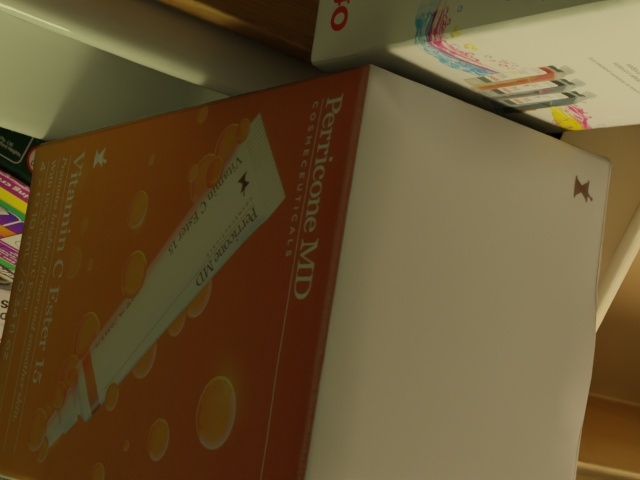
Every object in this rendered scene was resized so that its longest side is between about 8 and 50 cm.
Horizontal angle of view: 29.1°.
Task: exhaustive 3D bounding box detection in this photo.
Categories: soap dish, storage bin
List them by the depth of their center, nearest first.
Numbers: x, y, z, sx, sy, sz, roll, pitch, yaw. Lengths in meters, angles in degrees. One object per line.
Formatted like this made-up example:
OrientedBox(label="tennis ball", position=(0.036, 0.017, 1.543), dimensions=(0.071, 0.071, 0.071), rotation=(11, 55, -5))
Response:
OrientedBox(label="soap dish", position=(-0.118, -0.131, 0.725), dimensions=(0.290, 0.118, 0.229), rotation=(18, 164, -34))
OrientedBox(label="storage bin", position=(0.255, 0.028, 0.796), dimensions=(0.260, 0.262, 0.123), rotation=(15, -163, -26))

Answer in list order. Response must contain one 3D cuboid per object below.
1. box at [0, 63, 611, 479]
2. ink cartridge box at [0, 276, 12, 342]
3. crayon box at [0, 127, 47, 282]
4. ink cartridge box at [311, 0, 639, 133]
OrientedBox(label="box", position=(-0.034, 0.051, 0.688), dimensions=(0.168, 0.215, 0.345), rotation=(16, 167, -35))
OrientedBox(label="ink cartridge box", position=(-0.301, 0.047, 1.398), dimensions=(0.160, 0.219, 0.092), rotation=(11, 167, -12))
OrientedBox(label="crayon box", position=(-0.234, -0.033, 1.091), dimensions=(0.363, 0.106, 0.313), rotation=(33, 158, -27))
OrientedBox(label="ink cartridge box", position=(0.105, -0.128, 0.562), dimensions=(0.176, 0.128, 0.127), rotation=(-2, 164, 42))
